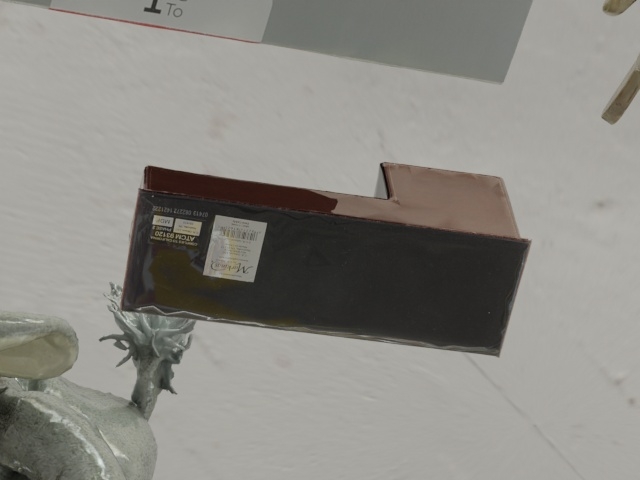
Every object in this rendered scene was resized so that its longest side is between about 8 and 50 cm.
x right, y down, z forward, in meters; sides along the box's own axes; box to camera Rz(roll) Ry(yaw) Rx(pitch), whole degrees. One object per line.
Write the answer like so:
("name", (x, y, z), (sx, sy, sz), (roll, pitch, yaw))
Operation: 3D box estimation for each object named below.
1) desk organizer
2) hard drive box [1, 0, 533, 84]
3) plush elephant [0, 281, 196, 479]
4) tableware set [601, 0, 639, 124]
("desk organizer", (0.000, 0.000, 0.655), (0.130, 0.050, 0.047), (7, -61, -9))
("hard drive box", (-0.050, -0.148, 0.654), (0.181, 0.232, 0.089), (7, -67, -27))
("plush elephant", (-0.237, 0.131, 1.211), (0.255, 0.272, 0.330), (27, -106, -27))
("tableware set", (0.124, -0.127, 0.490), (0.039, 0.128, 0.194), (35, -104, -1))
